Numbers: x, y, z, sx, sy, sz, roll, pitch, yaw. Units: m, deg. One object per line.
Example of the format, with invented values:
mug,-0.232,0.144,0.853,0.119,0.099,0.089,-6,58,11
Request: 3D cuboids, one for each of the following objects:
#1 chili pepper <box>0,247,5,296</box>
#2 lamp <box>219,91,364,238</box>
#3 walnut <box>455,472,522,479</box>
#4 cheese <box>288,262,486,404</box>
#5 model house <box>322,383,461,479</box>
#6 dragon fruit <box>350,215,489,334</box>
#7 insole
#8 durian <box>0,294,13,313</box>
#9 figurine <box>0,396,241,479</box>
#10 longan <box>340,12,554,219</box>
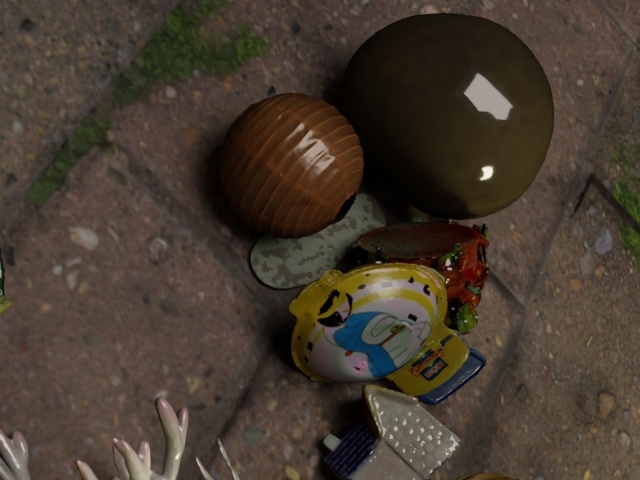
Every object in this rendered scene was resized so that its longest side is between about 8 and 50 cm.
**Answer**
chili pepper,-0.291,0.036,1.023,0.108,0.062,0.216,1,71,-35
lamp,-0.026,-0.067,1.254,0.136,0.136,0.136,18,60,-36
walnut,0.133,0.293,1.216,0.197,0.165,0.165,-40,100,-43
cheese,0.068,0.091,1.276,0.250,0.156,0.064,32,23,-44
model house,0.058,0.190,1.261,0.100,0.088,0.101,40,79,8
dragon fruit,0.113,0.031,1.344,0.142,0.138,0.175,-33,122,-6
insole,0.000,0.000,1.337,0.193,0.006,0.065,-28,91,-46
durian,-0.329,0.094,0.905,0.252,0.139,0.144,-18,80,-38
figurine,-0.136,0.282,0.964,0.284,0.206,0.316,48,41,-30
longan,0.130,-0.130,1.384,0.220,0.196,0.196,41,48,-4
